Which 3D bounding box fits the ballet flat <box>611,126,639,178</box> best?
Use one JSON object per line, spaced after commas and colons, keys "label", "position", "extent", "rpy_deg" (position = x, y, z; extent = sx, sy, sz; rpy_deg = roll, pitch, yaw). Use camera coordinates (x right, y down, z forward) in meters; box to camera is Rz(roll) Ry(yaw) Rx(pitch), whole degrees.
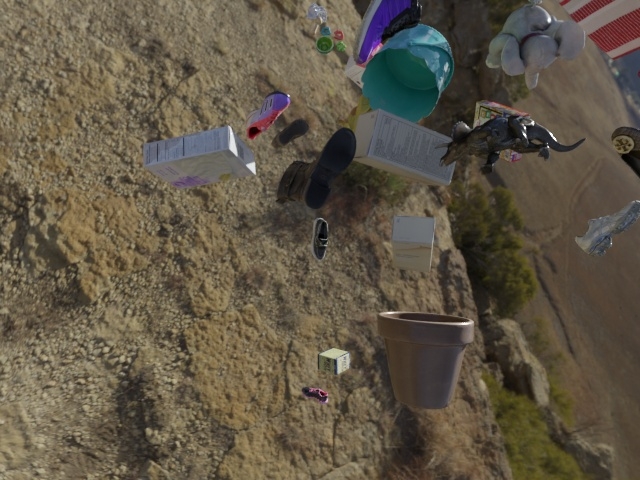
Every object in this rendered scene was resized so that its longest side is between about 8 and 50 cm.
{"label": "ballet flat", "position": [0.786, -0.169, 0.978], "extent": [0.250, 0.084, 0.058], "rpy_deg": [45, 82, -8]}

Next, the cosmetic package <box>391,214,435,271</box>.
{"label": "cosmetic package", "position": [0.376, 0.020, 1.661], "extent": [0.309, 0.160, 0.113], "rpy_deg": [61, 38, -63]}

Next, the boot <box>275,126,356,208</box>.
{"label": "boot", "position": [-0.029, -0.209, 1.171], "extent": [0.091, 0.229, 0.263], "rpy_deg": [33, 87, -31]}

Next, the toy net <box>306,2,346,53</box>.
{"label": "toy net", "position": [0.018, -0.842, 1.604], "extent": [0.045, 0.121, 0.233], "rpy_deg": [68, 5, -83]}

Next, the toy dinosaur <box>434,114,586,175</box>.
{"label": "toy dinosaur", "position": [0.422, -0.238, 0.930], "extent": [0.161, 0.313, 0.121], "rpy_deg": [-84, 155, -46]}

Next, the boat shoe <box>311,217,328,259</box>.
{"label": "boat shoe", "position": [0.000, 0.000, 2.050], "extent": [0.077, 0.070, 0.220], "rpy_deg": [-10, 109, -26]}

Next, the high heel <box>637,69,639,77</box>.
{"label": "high heel", "position": [0.867, -0.275, 0.920], "extent": [0.127, 0.181, 0.378], "rpy_deg": [-3, 79, -19]}

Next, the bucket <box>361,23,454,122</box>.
{"label": "bucket", "position": [0.290, -0.547, 1.344], "extent": [0.281, 0.281, 0.183], "rpy_deg": [42, 62, -19]}

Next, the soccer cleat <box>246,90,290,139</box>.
{"label": "soccer cleat", "position": [-0.238, -0.558, 1.838], "extent": [0.108, 0.318, 0.117], "rpy_deg": [18, 68, -35]}

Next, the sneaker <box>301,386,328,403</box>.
{"label": "sneaker", "position": [-0.021, 0.633, 1.705], "extent": [0.119, 0.057, 0.047], "rpy_deg": [20, 36, 6]}

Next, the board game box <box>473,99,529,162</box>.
{"label": "board game box", "position": [0.570, -0.354, 1.314], "extent": [0.045, 0.147, 0.194], "rpy_deg": [-15, 36, -15]}

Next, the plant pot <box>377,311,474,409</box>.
{"label": "plant pot", "position": [0.280, 0.322, 1.119], "extent": [0.262, 0.262, 0.230], "rpy_deg": [6, 86, -40]}

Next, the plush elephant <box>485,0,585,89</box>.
{"label": "plush elephant", "position": [0.731, -0.658, 1.407], "extent": [0.330, 0.271, 0.256], "rpy_deg": [44, 45, -65]}

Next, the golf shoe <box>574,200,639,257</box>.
{"label": "golf shoe", "position": [0.751, -0.044, 1.074], "extent": [0.069, 0.176, 0.086], "rpy_deg": [23, 23, -39]}

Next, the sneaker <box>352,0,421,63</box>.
{"label": "sneaker", "position": [0.198, -0.609, 1.114], "extent": [0.146, 0.102, 0.294], "rpy_deg": [24, 95, -9]}

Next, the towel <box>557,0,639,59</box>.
{"label": "towel", "position": [0.776, -0.631, 1.081], "extent": [0.328, 0.237, 0.037], "rpy_deg": [36, 84, -13]}

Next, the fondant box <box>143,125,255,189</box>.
{"label": "fondant box", "position": [-0.435, -0.295, 1.501], "extent": [0.238, 0.329, 0.096], "rpy_deg": [44, 40, -72]}

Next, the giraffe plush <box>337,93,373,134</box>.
{"label": "giraffe plush", "position": [0.162, -0.463, 1.593], "extent": [0.181, 0.210, 0.170], "rpy_deg": [43, 4, -23]}

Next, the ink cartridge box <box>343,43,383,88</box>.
{"label": "ink cartridge box", "position": [0.250, -0.726, 1.776], "extent": [0.237, 0.171, 0.100], "rpy_deg": [30, 68, -30]}

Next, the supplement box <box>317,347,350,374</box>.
{"label": "supplement box", "position": [0.047, 0.419, 1.421], "extent": [0.083, 0.083, 0.056], "rpy_deg": [-7, 98, -50]}

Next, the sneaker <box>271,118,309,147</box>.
{"label": "sneaker", "position": [-0.124, -0.421, 1.606], "extent": [0.188, 0.071, 0.066], "rpy_deg": [-41, 111, -39]}

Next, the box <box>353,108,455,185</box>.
{"label": "box", "position": [0.257, -0.275, 1.246], "extent": [0.310, 0.121, 0.148], "rpy_deg": [14, 92, -25]}
